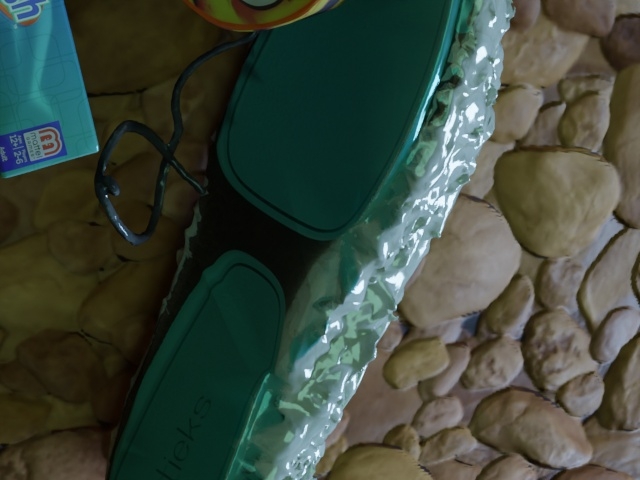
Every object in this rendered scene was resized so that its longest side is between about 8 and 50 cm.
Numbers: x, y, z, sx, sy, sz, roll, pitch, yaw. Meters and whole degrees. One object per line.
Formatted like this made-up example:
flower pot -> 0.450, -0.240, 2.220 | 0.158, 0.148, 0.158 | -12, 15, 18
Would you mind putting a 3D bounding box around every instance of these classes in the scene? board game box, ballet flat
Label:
board game box -> -0.155, -0.153, 0.639 | 0.047, 0.160, 0.210 | -17, 120, -13
ballet flat -> 0.000, 0.000, 0.809 | 0.147, 0.147, 0.409 | 17, 110, -27

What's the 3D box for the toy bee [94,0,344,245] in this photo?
toy bee -> -0.029, -0.162, 0.672 | 0.162, 0.195, 0.298 | -1, 125, 21
